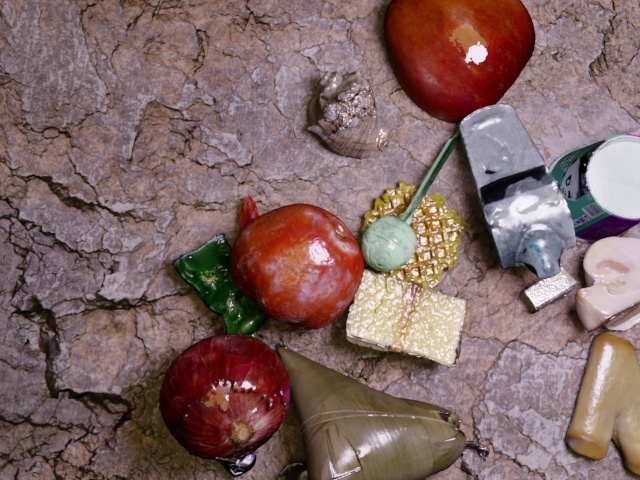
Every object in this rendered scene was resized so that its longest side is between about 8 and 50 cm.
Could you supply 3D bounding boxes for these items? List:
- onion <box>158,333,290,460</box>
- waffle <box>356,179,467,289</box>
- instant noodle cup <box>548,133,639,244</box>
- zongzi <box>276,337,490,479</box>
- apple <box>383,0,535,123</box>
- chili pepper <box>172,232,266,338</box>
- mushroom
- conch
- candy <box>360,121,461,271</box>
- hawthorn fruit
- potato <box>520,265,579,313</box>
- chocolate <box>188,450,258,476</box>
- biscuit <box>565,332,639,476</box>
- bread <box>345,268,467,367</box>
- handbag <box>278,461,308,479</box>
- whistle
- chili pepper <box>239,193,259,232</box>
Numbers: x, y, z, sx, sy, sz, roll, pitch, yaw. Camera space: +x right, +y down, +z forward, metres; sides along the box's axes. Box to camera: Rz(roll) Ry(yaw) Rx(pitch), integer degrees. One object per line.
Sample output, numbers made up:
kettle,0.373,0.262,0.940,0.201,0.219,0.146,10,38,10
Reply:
onion,-0.198,0.329,1.317,0.276,0.276,0.276,0,82,-1
waffle,0.216,-0.008,1.474,0.245,0.052,0.254,31,81,5
instant noodle cup,0.667,-0.125,1.428,0.251,0.190,0.251,0,82,-1
zongzi,0.148,0.367,1.389,0.446,0.181,0.418,-7,51,-21
apple,0.335,-0.494,1.515,0.365,0.295,0.328,46,46,4
chili pepper,-0.213,0.130,1.425,0.136,0.099,0.270,-29,78,-23
mushroom,0.676,0.107,1.434,0.236,0.162,0.173,-24,55,-8
conch,0.067,-0.298,1.489,0.178,0.163,0.245,-37,103,26
candy,0.236,-0.110,1.436,0.119,0.119,0.440,34,69,4
hawthorn fruit,-0.047,0.056,1.360,0.284,0.284,0.285,0,82,-1
potato,0.531,0.118,1.448,0.122,0.086,0.061,-31,70,-4
chocolate,-0.218,0.481,1.388,0.147,0.070,0.072,19,87,6
biscuit,0.711,0.379,1.421,0.236,0.062,0.291,21,80,3
bread,0.191,0.192,1.403,0.265,0.142,0.178,15,51,5
handbag,0.065,0.602,1.368,0.332,0.075,0.192,6,80,1
whistle,0.435,-0.114,1.395,0.168,0.188,0.405,-20,91,11
chili pepper,-0.166,-0.016,1.467,0.050,0.059,0.191,4,83,-37
